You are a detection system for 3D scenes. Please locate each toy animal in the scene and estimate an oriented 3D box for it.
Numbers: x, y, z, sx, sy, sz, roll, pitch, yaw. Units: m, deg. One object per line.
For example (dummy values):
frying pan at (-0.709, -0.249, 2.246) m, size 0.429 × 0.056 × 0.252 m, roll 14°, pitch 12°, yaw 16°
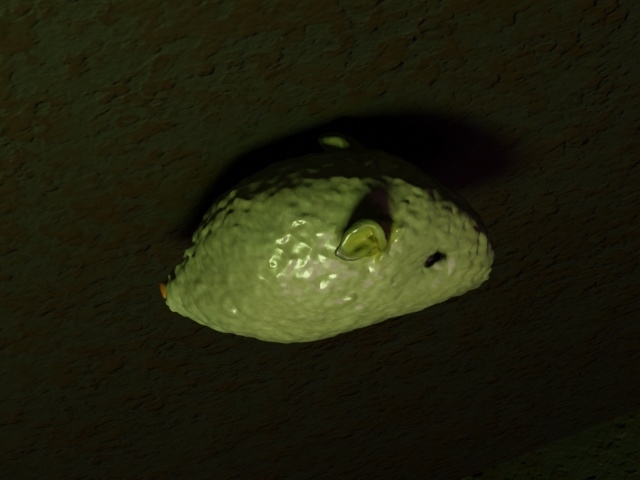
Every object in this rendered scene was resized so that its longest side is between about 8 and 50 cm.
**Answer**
toy animal at (-0.007, 0.002, 1.906) m, size 0.358 × 0.188 × 0.226 m, roll -17°, pitch 143°, yaw 7°
